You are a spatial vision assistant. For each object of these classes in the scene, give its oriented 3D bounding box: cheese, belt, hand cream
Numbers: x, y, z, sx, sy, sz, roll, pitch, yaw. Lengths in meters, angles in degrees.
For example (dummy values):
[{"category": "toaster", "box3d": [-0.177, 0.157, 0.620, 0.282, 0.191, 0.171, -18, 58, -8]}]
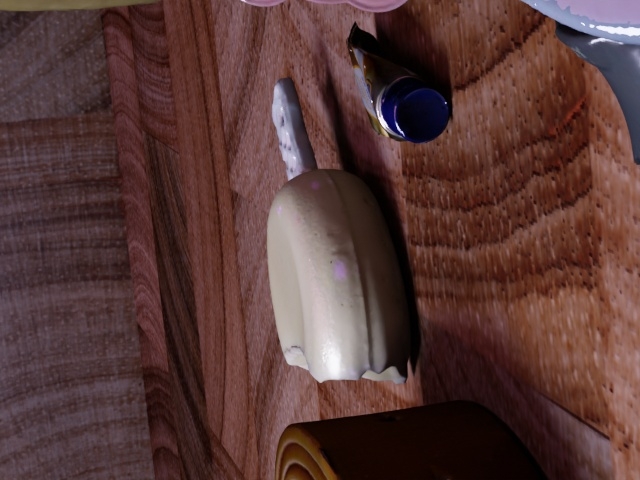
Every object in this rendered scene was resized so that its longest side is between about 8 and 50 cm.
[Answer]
[{"category": "cheese", "box3d": [0.002, -0.013, 1.253, 0.163, 0.070, 0.249, 122, 140, -72]}, {"category": "belt", "box3d": [0.056, 0.215, 1.022, 0.339, 0.122, 0.217, -131, 37, -69]}, {"category": "hand cream", "box3d": [0.040, -0.092, 1.109, 0.163, 0.039, 0.062, -128, 17, -71]}]

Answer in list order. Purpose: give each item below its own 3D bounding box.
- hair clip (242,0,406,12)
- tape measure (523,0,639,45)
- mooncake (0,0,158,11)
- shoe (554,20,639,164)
[{"category": "hair clip", "box3d": [0.004, -0.205, 1.043, 0.138, 0.123, 0.102, 98, -179, -64]}, {"category": "tape measure", "box3d": [0.109, -0.141, 0.483, 0.182, 0.107, 0.181, -22, 75, 47]}, {"category": "mooncake", "box3d": [-0.251, -0.343, 1.548, 0.378, 0.378, 0.201, -118, 29, -58]}, {"category": "shoe", "box3d": [0.121, -0.088, 0.607, 0.108, 0.093, 0.241, -147, 52, -72]}]
